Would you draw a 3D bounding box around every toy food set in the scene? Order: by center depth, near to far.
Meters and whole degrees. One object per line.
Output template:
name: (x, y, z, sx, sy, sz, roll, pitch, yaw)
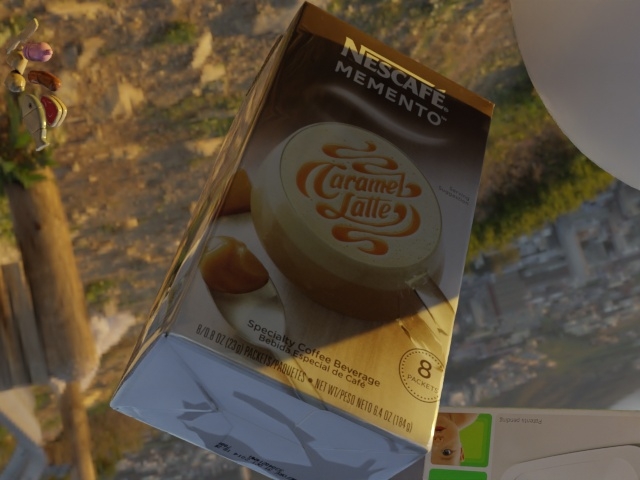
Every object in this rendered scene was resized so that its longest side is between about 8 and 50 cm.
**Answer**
toy food set: (-0.291, -0.161, 0.982, 0.078, 0.122, 0.019, -34, 163, 31)

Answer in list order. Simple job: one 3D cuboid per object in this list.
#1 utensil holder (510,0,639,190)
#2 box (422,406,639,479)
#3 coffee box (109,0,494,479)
utensil holder: (0.290, -0.137, 0.415, 0.327, 0.328, 0.385, -13, -170, -6)
box: (0.215, 0.259, 0.768, 0.261, 0.231, 0.126, -5, 156, 37)
coffee box: (0.000, 0.000, 0.544, 0.141, 0.247, 0.098, 26, 141, -12)
